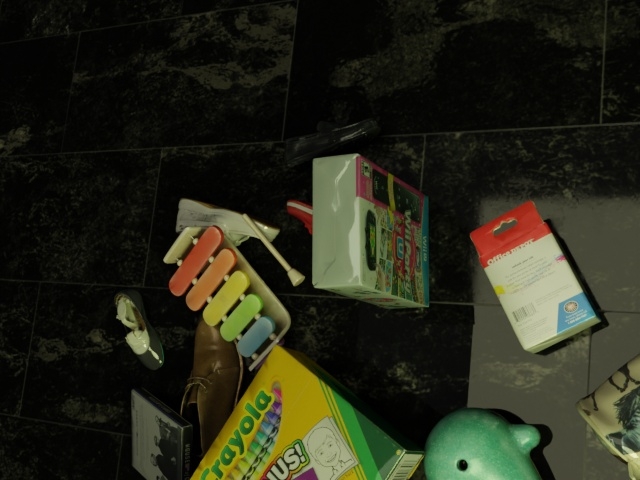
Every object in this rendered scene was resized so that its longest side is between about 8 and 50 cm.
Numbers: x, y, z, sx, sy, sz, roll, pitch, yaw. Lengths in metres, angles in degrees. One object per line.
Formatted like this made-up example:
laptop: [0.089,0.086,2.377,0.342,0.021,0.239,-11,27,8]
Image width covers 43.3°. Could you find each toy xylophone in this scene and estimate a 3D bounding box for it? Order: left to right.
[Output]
toy xylophone: [-0.171,0.088,1.633,0.322,0.081,0.236,42,122,17]

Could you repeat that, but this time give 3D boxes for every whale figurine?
whale figurine: [0.292,0.399,1.339,0.272,0.141,0.216,38,97,26]

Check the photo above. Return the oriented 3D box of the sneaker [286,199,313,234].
sneaker: [0.000,0.000,1.619,0.221,0.087,0.128,24,101,43]

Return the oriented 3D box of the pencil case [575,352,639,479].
pencil case: [0.595,0.194,1.205,0.410,0.160,0.184,-42,34,14]

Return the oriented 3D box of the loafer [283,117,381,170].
loafer: [0.018,-0.212,1.658,0.223,0.076,0.078,-18,79,28]

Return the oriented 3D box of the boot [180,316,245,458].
boot: [-0.229,0.295,1.660,0.112,0.115,0.306,-13,72,27]

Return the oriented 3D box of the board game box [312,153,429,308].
board game box: [0.097,-0.006,1.439,0.097,0.303,0.224,-5,77,27]

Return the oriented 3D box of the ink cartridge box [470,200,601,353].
ink cartridge box: [0.371,0.063,1.406,0.134,0.078,0.231,-30,67,19]

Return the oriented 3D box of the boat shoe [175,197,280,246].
boat shoe: [-0.203,-0.020,1.729,0.277,0.098,0.096,14,87,38]

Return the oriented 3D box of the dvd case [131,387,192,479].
dvd case: [-0.329,0.424,1.654,0.238,0.029,0.180,17,108,53]

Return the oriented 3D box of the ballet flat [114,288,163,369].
ballet flat: [-0.415,0.198,1.806,0.074,0.074,0.203,-33,66,18]

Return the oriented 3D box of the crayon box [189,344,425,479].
crayon box: [-0.047,0.422,1.409,0.313,0.106,0.363,34,93,32]
